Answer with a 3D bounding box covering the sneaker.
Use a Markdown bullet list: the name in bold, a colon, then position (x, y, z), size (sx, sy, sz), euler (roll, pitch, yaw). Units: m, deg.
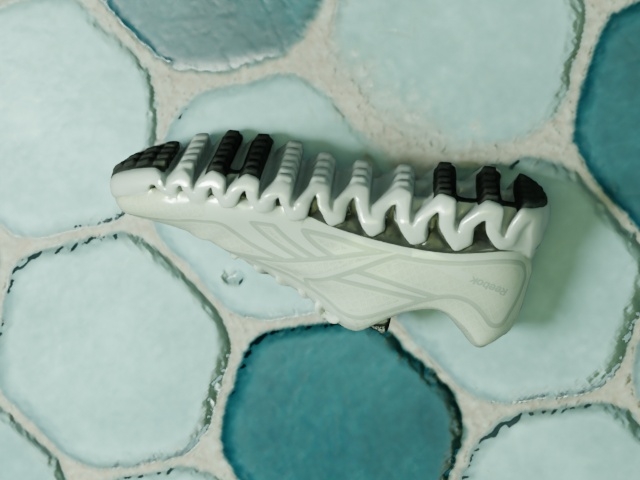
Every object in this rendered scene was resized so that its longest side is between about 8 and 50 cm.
- **sneaker**: position (0.000, 0.000, 1.190), size (0.292, 0.110, 0.118), euler (10, 111, 8)
